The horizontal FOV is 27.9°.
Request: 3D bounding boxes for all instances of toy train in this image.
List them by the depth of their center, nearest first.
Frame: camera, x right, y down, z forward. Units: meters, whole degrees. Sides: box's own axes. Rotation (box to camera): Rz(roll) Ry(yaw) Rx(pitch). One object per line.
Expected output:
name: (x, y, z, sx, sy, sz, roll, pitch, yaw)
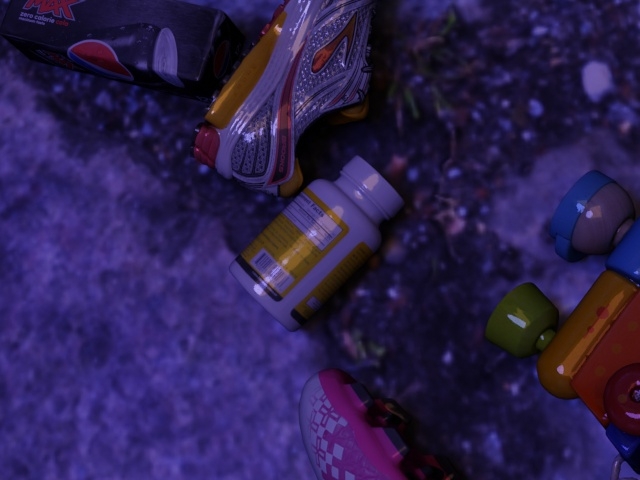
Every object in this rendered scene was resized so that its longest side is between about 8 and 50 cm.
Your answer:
toy train: (0.158, 0.082, 0.788, 0.143, 0.105, 0.248, 35, 86, 30)

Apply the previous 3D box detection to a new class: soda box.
soda box: (-0.146, -0.150, 0.946, 0.169, 0.053, 0.060, 15, 79, 18)

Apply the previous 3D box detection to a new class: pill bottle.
pill bottle: (0.000, 0.000, 0.862, 0.116, 0.065, 0.065, -45, 70, -1)

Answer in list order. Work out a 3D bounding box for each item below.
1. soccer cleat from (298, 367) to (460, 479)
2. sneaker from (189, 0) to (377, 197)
soccer cleat: (0.054, 0.233, 0.760, 0.143, 0.116, 0.331, -38, 68, 8)
sneaker: (0.005, -0.128, 0.898, 0.092, 0.088, 0.225, 34, 85, -1)
